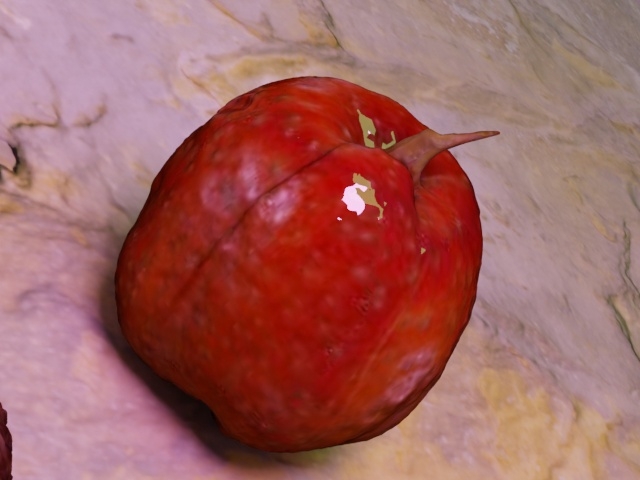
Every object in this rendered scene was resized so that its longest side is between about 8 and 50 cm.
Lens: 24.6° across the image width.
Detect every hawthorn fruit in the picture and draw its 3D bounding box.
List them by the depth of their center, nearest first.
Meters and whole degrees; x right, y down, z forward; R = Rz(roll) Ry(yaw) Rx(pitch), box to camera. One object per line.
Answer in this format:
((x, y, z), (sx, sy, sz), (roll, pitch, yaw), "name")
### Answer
((-0.014, 0.015, 1.010), (0.258, 0.262, 0.258), (3, 33, -2), "hawthorn fruit")

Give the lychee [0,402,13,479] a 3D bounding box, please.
((-0.223, 0.126, 0.656), (0.194, 0.194, 0.194), (34, 31, -24), "lychee")
